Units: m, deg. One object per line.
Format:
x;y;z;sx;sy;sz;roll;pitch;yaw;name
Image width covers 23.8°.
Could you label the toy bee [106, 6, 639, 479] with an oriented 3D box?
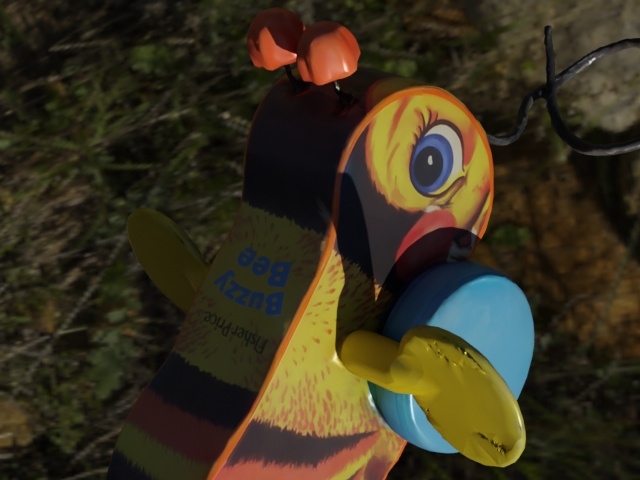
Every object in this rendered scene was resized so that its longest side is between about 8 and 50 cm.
0.000;0.000;0.558;0.162;0.195;0.298;48;50;-42;toy bee
